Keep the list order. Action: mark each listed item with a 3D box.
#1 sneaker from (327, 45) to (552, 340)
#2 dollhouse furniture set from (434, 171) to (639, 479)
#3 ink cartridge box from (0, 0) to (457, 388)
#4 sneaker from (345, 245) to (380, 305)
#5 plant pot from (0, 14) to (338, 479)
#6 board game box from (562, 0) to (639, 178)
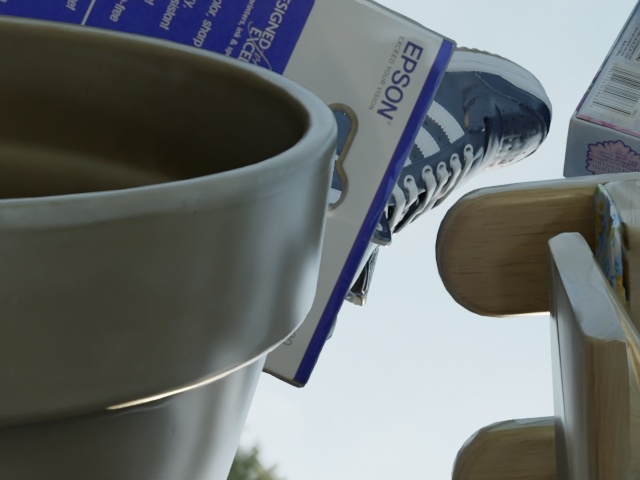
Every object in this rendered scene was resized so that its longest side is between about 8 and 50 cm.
[{"bbox_3d":[0.037,-0.028,1.075,0.153,0.282,0.099,62,-40,35],"label":"sneaker"},{"bbox_3d":[0.088,0.204,0.820,0.362,0.256,0.394,-93,178,-70],"label":"dollhouse furniture set"},{"bbox_3d":[-0.141,-0.088,0.831,0.371,0.176,0.069,25,-5,-9],"label":"ink cartridge box"},{"bbox_3d":[0.000,0.000,1.533,0.211,0.081,0.080,-140,-116,-76],"label":"sneaker"},{"bbox_3d":[-0.164,0.080,0.636,0.323,0.323,0.280,21,-67,45],"label":"plant pot"},{"bbox_3d":[0.378,-0.117,1.345,0.318,0.319,0.066,21,-37,17],"label":"board game box"}]
